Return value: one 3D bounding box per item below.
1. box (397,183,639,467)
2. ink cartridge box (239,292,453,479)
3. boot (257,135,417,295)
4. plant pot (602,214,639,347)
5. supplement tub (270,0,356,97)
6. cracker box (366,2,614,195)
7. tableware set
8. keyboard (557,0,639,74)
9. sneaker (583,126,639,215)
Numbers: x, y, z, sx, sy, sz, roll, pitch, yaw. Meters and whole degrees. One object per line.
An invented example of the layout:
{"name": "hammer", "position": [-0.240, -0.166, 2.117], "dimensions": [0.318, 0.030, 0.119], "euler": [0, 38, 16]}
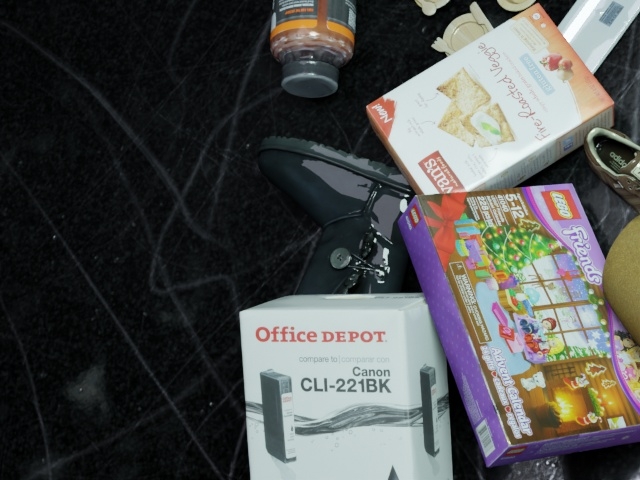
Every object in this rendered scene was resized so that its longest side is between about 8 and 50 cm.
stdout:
{"name": "box", "position": [0.220, 0.080, 1.582], "dimensions": [0.057, 0.201, 0.293], "euler": [-57, 45, 52]}
{"name": "ink cartridge box", "position": [0.030, 0.197, 1.631], "dimensions": [0.197, 0.114, 0.272], "euler": [-2, 93, 27]}
{"name": "boot", "position": [0.000, 0.000, 1.775], "dimensions": [0.246, 0.094, 0.207], "euler": [18, 78, 25]}
{"name": "plant pot", "position": [0.406, 0.071, 1.485], "dimensions": [0.254, 0.237, 0.237], "euler": [33, 90, 47]}
{"name": "supplement tub", "position": [-0.008, -0.279, 1.869], "dimensions": [0.106, 0.106, 0.197], "euler": [-5, 70, 26]}
{"name": "cracker box", "position": [0.189, -0.139, 1.699], "dimensions": [0.232, 0.067, 0.155], "euler": [-32, 67, -2]}
{"name": "tableware set", "position": [0.189, -0.299, 1.823], "dimensions": [0.169, 0.020, 0.141], "euler": [-40, 59, 11]}
{"name": "keyboard", "position": [0.327, -0.264, 1.746], "dimensions": [0.072, 0.014, 0.256], "euler": [37, 92, 26]}
{"name": "sneaker", "position": [0.352, -0.056, 1.625], "dimensions": [0.188, 0.071, 0.066], "euler": [40, 93, 32]}
